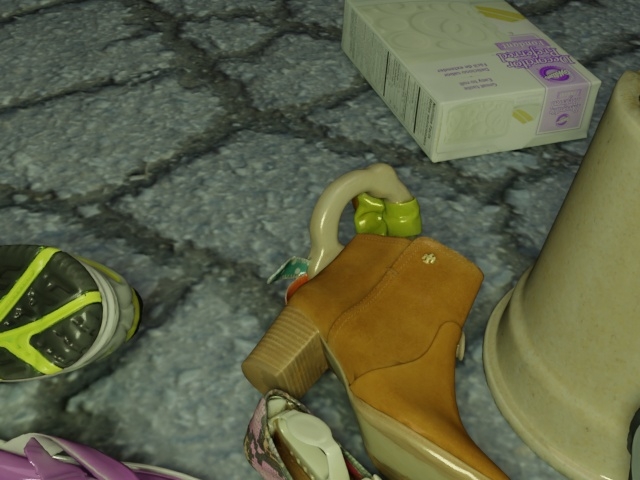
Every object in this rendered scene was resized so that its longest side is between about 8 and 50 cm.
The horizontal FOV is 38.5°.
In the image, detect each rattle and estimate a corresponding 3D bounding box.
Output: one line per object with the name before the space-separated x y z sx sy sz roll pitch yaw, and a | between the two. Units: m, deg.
rattle | 0.000 0.000 0.989 0.200 0.130 0.143 -45 43 -13

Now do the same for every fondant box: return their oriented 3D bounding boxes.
fondant box | 0.199 -0.250 1.299 0.238 0.096 0.330 -10 42 -18

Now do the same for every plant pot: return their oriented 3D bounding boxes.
plant pot | 0.334 0.017 0.805 0.334 0.305 0.333 3 39 -2

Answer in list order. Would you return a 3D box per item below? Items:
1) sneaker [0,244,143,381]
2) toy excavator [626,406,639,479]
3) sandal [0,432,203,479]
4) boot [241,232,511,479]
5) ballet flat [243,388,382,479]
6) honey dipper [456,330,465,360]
sneaker | -0.343 0.072 0.835 0.385 0.145 0.147 5 -7 19
toy excavator | 0.368 0.323 0.511 0.222 0.445 0.433 -1 -5 -5
sandal | -0.231 0.199 0.685 0.416 0.102 0.169 11 39 8
boot | 0.095 0.100 0.811 0.295 0.104 0.211 27 56 30
ballet flat | 0.014 0.198 0.729 0.077 0.079 0.221 -25 47 -32
honey dipper | 0.060 0.098 0.901 0.161 0.030 0.030 3 38 3
